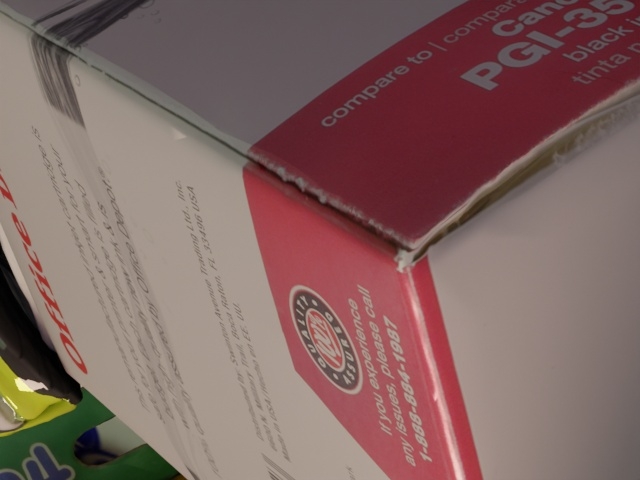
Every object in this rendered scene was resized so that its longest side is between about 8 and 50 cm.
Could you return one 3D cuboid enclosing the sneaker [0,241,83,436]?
[{"bbox_3d":[-0.201,0.021,0.784,0.111,0.121,0.300,61,174,-22],"label":"sneaker"}]

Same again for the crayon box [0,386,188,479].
[{"bbox_3d":[-0.001,0.194,0.745,0.203,0.083,0.323,-28,108,12],"label":"crayon box"}]

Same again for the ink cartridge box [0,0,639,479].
[{"bbox_3d":[0.000,0.000,0.546,0.283,0.117,0.207,33,149,46],"label":"ink cartridge box"}]
